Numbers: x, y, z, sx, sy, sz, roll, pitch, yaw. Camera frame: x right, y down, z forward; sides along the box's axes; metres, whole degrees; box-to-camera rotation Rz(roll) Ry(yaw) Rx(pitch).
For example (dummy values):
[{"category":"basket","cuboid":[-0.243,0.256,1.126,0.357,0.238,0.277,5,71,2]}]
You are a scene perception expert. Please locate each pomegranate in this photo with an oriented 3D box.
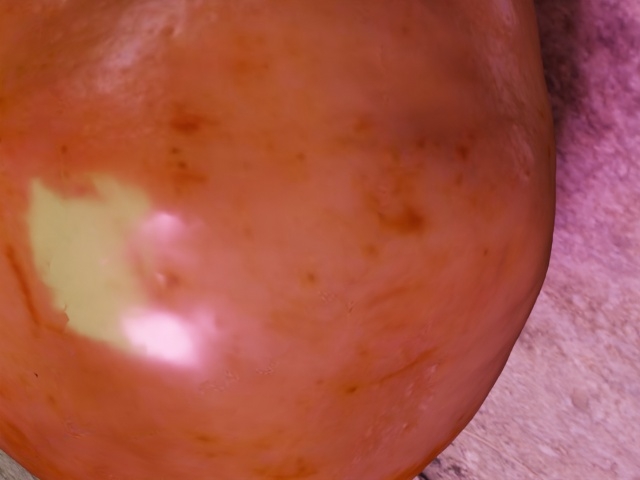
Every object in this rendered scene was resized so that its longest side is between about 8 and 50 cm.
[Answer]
[{"category":"pomegranate","cuboid":[-0.046,-0.034,0.638,0.411,0.411,0.411,32,143,28]}]
